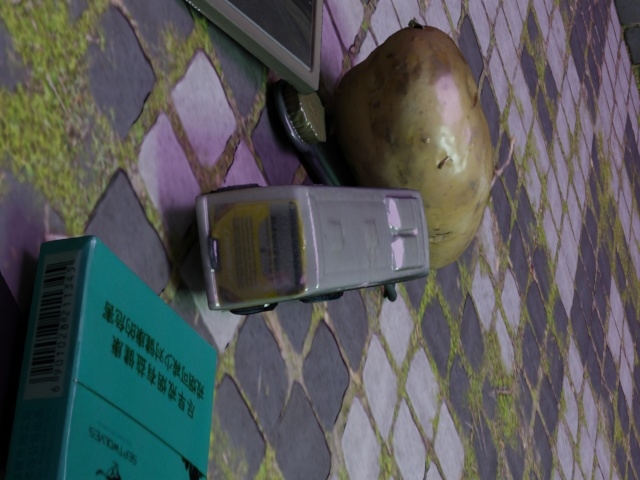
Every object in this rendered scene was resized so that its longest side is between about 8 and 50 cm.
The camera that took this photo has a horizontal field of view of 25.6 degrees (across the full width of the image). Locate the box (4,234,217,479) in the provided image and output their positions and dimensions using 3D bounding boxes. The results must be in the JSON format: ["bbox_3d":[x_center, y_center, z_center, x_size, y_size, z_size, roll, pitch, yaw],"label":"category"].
[{"bbox_3d":[-0.112,0.133,0.754,0.161,0.042,0.226,50,37,-55],"label":"box"}]

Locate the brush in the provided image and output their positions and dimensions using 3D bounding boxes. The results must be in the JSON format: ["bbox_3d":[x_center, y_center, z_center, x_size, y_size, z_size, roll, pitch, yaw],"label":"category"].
[{"bbox_3d":[0.023,-0.036,1.175,0.266,0.027,0.062,59,22,-44],"label":"brush"}]

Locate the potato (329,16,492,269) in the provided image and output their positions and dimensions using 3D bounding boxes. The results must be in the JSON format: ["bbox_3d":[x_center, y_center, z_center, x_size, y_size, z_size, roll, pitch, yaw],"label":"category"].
[{"bbox_3d":[0.076,-0.078,1.195,0.235,0.128,0.161,84,-11,-62],"label":"potato"}]

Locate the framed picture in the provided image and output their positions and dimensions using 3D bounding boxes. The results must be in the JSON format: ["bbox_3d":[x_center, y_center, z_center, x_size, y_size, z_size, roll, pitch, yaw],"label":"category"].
[{"bbox_3d":[-0.055,-0.258,1.064,0.189,0.023,0.260,35,50,-48],"label":"framed picture"}]

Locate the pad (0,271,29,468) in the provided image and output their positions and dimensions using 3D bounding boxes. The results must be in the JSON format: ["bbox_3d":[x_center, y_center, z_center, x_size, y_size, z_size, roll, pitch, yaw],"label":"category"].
[{"bbox_3d":[-0.198,0.073,0.624,0.243,0.004,0.163,-65,140,-54],"label":"pad"}]

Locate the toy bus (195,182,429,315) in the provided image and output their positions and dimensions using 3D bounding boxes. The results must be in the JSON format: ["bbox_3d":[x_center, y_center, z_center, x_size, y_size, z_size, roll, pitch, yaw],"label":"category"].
[{"bbox_3d":[0.000,0.000,1.002,0.268,0.106,0.092,-3,86,-68],"label":"toy bus"}]
